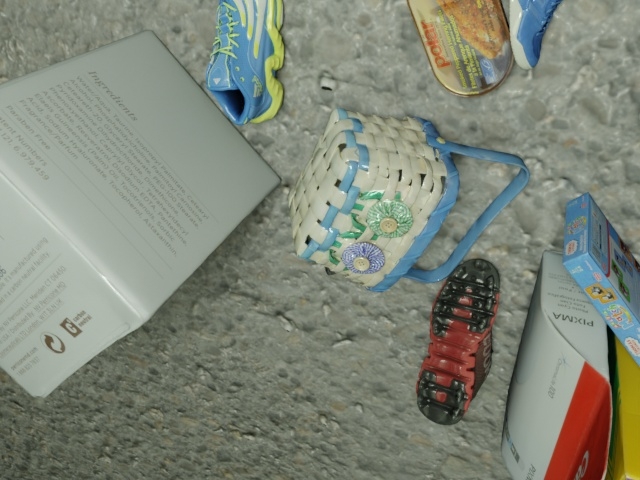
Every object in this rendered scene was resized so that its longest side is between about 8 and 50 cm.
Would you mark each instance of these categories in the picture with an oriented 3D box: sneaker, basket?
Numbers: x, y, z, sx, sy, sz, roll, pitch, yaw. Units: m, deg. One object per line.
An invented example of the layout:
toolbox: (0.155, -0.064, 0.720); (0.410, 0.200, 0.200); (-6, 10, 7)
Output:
sneaker: (0.233, 0.157, 0.963); (0.098, 0.135, 0.276); (17, 104, 28)
sneaker: (0.268, -0.278, 0.686); (0.085, 0.058, 0.152); (5, 116, 31)
sneaker: (-0.107, -0.270, 0.813); (0.091, 0.126, 0.240); (3, 123, 22)
basket: (0.113, -0.043, 0.835); (0.289, 0.201, 0.254); (8, 133, -23)

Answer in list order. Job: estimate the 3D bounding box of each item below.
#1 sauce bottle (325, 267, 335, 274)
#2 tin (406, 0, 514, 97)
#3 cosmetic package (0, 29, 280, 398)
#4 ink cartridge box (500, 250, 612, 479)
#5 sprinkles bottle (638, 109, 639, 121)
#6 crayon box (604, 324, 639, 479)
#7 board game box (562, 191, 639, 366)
sauce bottle: (0.000, 0.000, 0.995); (0.042, 0.042, 0.128); (-12, 114, 30)
tin: (0.177, -0.275, 0.743); (0.106, 0.040, 0.189); (-15, 114, 26)
cosmetic package: (-0.338, -0.050, 0.887); (0.329, 0.393, 0.327); (-34, 103, 36)
ink cartridge box: (0.304, 0.243, 0.802); (0.091, 0.385, 0.308); (13, 125, 17)
sprinkles bottle: (0.487, -0.233, 0.579); (0.121, 0.121, 0.355); (31, 128, 2)
crayon box: (0.558, 0.257, 0.745); (0.363, 0.313, 0.106); (11, 125, 17)
board game box: (0.398, 0.059, 0.784); (0.039, 0.160, 0.211); (-33, 104, 36)
